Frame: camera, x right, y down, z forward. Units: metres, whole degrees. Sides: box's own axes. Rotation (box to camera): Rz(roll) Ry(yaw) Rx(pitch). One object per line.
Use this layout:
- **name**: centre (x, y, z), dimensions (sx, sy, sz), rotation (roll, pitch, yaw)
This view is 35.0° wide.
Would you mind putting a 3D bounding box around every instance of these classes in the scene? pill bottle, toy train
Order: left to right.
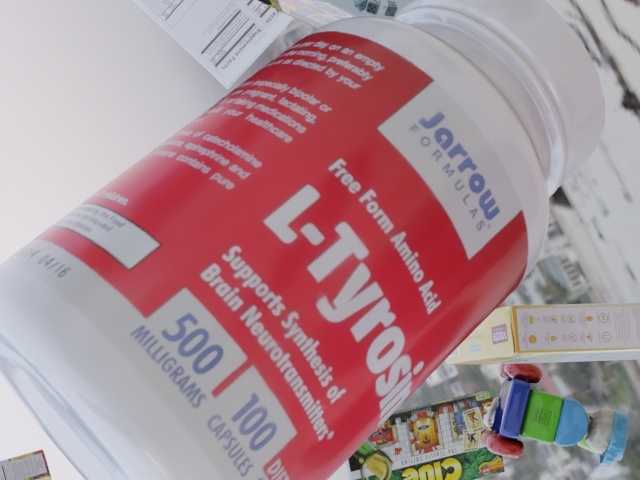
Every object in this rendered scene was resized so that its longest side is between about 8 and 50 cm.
- **pill bottle**: centre (0.000, 0.000, 0.673), dimensions (0.229, 0.407, 0.229), rotation (38, 154, 22)
- **toy train**: centre (0.270, 0.210, 1.192), dimensions (0.248, 0.143, 0.105), rotation (53, -128, -79)

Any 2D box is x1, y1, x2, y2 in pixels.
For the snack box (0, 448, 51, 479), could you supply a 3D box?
- **snack box**: centre (-0.309, 0.269, 0.983), dimensions (0.141, 0.100, 0.037), rotation (98, 152, -42)

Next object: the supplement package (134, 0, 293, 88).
- **supplement package**: centre (-0.145, -0.387, 1.404), dimensions (0.262, 0.198, 0.199), rotation (42, -160, -11)

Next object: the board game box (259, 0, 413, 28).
- **board game box**: centre (-0.031, -0.277, 0.964), dimensions (0.303, 0.098, 0.224), rotation (24, -176, -16)

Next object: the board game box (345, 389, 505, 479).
- **board game box**: centre (0.164, 0.332, 1.621), dimensions (0.030, 0.259, 0.136), rotation (-178, 77, -74)

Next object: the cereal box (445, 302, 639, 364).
- **cereal box**: centre (0.254, 0.086, 0.933), dimensions (0.173, 0.240, 0.047), rotation (142, 126, -73)
